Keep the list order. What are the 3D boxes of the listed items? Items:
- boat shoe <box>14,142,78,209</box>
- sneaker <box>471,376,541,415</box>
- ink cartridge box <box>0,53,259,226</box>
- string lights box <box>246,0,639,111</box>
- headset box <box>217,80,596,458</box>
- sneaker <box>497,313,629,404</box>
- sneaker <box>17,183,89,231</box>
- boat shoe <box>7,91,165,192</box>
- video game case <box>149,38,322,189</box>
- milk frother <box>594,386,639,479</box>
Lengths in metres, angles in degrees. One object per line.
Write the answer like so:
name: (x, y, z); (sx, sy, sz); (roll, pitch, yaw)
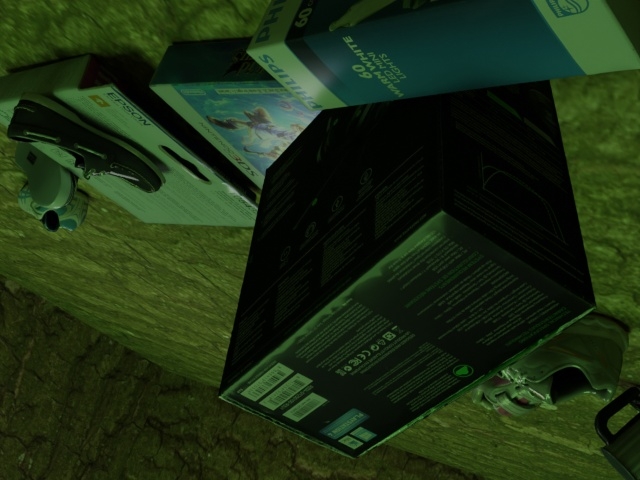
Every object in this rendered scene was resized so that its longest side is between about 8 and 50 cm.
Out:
boat shoe: (-0.424, -0.105, 1.300); (0.076, 0.080, 0.228); (24, -173, -40)
sneaker: (0.347, 0.247, 1.382); (0.103, 0.111, 0.252); (28, 161, -15)
ink cartridge box: (-0.249, -0.125, 1.125); (0.330, 0.071, 0.324); (1, 151, 42)
string lights box: (0.082, -0.165, 0.511); (0.259, 0.133, 0.077); (2, 152, 47)
headset box: (0.058, -0.020, 0.636); (0.131, 0.283, 0.246); (30, 129, -21)
sneaker: (0.289, 0.171, 1.140); (0.262, 0.121, 0.099); (-7, 134, 30)
sneaker: (-0.548, -0.063, 1.628); (0.237, 0.086, 0.085); (5, 156, 46)
boat shoe: (-0.295, -0.106, 1.029); (0.206, 0.065, 0.075); (32, 157, -25)
video game case: (-0.009, -0.116, 0.874); (0.269, 0.061, 0.244); (8, 157, 39)
milk frother: (0.526, 0.323, 1.340); (0.129, 0.135, 0.143); (48, 176, 37)
